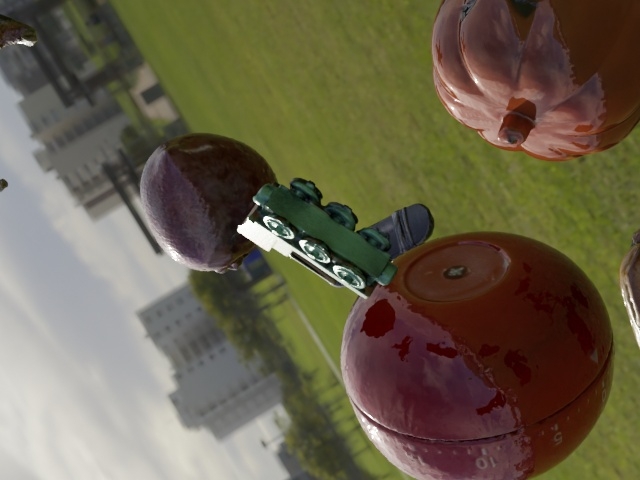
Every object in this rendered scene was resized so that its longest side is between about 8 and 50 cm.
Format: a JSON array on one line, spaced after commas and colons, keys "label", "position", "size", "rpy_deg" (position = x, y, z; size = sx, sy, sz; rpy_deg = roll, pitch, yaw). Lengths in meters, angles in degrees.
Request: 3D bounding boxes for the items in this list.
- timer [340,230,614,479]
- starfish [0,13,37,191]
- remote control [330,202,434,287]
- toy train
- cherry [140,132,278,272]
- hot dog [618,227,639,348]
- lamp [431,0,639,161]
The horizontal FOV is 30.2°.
[{"label": "timer", "position": [0.215, 0.153, 1.649], "size": [0.378, 0.378, 0.279], "rpy_deg": [-128, 17, -57]}, {"label": "starfish", "position": [-0.440, -0.150, 1.339], "size": [0.113, 0.303, 0.312], "rpy_deg": [8, 144, 36]}, {"label": "remote control", "position": [0.114, 0.012, 2.155], "size": [0.066, 0.266, 0.090], "rpy_deg": [7, -118, -46]}, {"label": "toy train", "position": [0.000, 0.000, 1.305], "size": [0.176, 0.074, 0.118], "rpy_deg": [33, 160, -3]}, {"label": "cherry", "position": [-0.159, -0.063, 1.655], "size": [0.175, 0.192, 0.249], "rpy_deg": [59, -174, 32]}, {"label": "hot dog", "position": [0.368, 0.102, 1.185], "size": [0.068, 0.100, 0.249], "rpy_deg": [-124, 11, -76]}, {"label": "lamp", "position": [0.176, -0.144, 0.939], "size": [0.188, 0.164, 0.187], "rpy_deg": [22, 159, 9]}]
